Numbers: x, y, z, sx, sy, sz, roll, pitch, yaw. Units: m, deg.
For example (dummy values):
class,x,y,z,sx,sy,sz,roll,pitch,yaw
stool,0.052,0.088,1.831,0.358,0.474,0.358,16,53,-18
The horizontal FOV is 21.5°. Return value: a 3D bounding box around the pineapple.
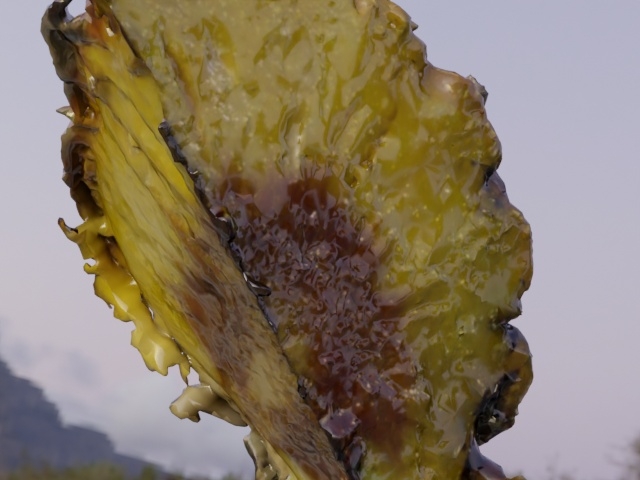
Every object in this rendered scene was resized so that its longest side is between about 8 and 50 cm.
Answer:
class,x,y,z,sx,sy,sz,roll,pitch,yaw
pineapple,-0.004,0.000,0.718,0.158,0.161,0.334,-5,-58,53
